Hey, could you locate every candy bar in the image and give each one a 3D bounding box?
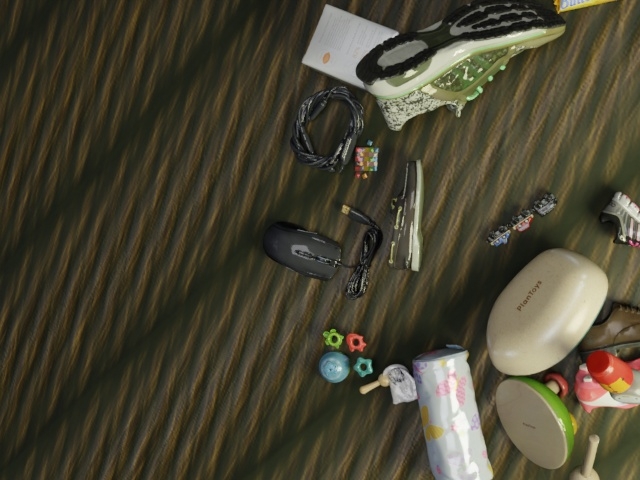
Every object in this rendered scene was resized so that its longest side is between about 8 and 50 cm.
[{"bbox_3d":[0.525,-0.465,1.347,0.161,0.018,0.040,-7,89,18],"label":"candy bar"}]

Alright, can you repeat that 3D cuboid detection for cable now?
[{"bbox_3d":[0.014,-0.243,1.520,0.150,0.047,0.185,22,101,22],"label":"cable"}]

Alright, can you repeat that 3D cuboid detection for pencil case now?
[{"bbox_3d":[0.263,0.349,1.407,0.124,0.113,0.273,-11,87,-23],"label":"pencil case"}]

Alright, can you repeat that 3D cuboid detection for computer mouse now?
[{"bbox_3d":[0.000,0.000,1.518,0.262,0.060,0.184,26,100,16],"label":"computer mouse"}]

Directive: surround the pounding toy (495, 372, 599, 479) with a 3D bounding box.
[{"bbox_3d":[0.451,0.339,1.339,0.237,0.110,0.183,40,144,47],"label":"pounding toy"}]

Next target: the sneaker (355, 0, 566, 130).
[{"bbox_3d":[0.277,-0.338,1.391,0.410,0.182,0.158,-19,45,2],"label":"sneaker"}]

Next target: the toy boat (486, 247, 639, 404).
[{"bbox_3d":[0.449,0.175,1.285,0.267,0.148,0.318,-50,34,9],"label":"toy boat"}]

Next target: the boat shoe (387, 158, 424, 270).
[{"bbox_3d":[0.173,-0.052,1.446,0.068,0.081,0.228,3,95,15],"label":"boat shoe"}]

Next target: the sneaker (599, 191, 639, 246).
[{"bbox_3d":[0.585,-0.007,1.317,0.075,0.063,0.170,-43,73,15],"label":"sneaker"}]

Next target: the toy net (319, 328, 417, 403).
[{"bbox_3d":[0.109,0.266,1.499,0.232,0.045,0.122,15,94,16],"label":"toy net"}]

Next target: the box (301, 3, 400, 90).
[{"bbox_3d":[0.071,-0.389,1.466,0.170,0.091,0.130,27,100,16],"label":"box"}]

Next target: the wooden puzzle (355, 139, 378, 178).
[{"bbox_3d":[0.098,-0.172,1.508,0.049,0.006,0.083,3,92,19],"label":"wooden puzzle"}]

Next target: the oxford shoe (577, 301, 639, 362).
[{"bbox_3d":[0.583,0.152,1.312,0.227,0.083,0.096,-19,81,17],"label":"oxford shoe"}]

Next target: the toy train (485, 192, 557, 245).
[{"bbox_3d":[0.396,-0.036,1.400,0.158,0.027,0.036,-36,91,16],"label":"toy train"}]

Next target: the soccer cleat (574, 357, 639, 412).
[{"bbox_3d":[0.602,0.265,1.320,0.248,0.083,0.095,-10,118,14],"label":"soccer cleat"}]
